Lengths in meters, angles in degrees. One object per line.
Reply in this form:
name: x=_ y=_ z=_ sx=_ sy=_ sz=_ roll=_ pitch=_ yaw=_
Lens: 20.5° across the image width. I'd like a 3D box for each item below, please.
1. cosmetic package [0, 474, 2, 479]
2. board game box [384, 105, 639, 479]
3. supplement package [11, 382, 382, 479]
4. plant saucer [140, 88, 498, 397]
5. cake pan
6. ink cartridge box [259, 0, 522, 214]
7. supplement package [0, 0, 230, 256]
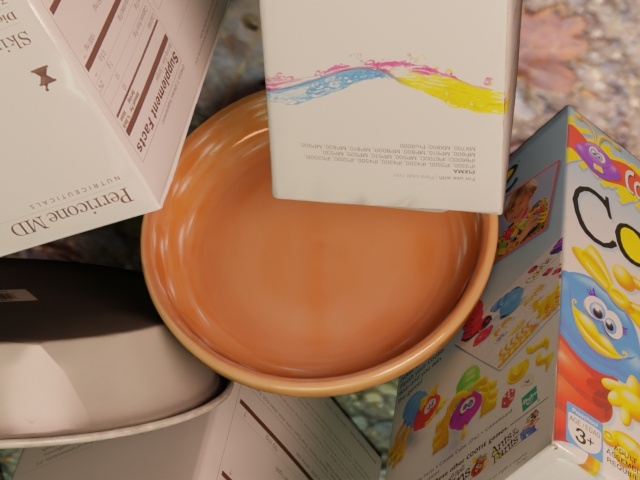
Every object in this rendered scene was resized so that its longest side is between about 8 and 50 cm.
cosmetic package: x=-0.286 y=0.153 z=1.251 sx=0.098 sy=0.060 sz=0.239 roll=1 pitch=130 yaw=6
board game box: x=0.137 y=0.083 z=0.972 sx=0.142 sy=0.275 sz=0.144 roll=35 pitch=127 yaw=-18
supplement package: x=-0.093 y=0.216 z=1.115 sx=0.177 sy=0.293 sz=0.175 roll=-22 pitch=122 yaw=27
plant saucer: x=0.000 y=0.000 z=0.990 sx=0.200 sy=0.200 sz=0.037 roll=2 pitch=151 yaw=9
cake pan: x=-0.196 y=0.058 z=1.034 sx=0.293 sy=0.293 sz=0.054 roll=4 pitch=100 yaw=7
ink cartridge box: x=0.040 y=-0.120 z=0.917 sx=0.127 sy=0.128 sz=0.176 roll=4 pitch=129 yaw=8
supplement package: x=-0.207 y=-0.095 z=0.934 sx=0.261 sy=0.204 sz=0.145 roll=-16 pitch=125 yaw=22
